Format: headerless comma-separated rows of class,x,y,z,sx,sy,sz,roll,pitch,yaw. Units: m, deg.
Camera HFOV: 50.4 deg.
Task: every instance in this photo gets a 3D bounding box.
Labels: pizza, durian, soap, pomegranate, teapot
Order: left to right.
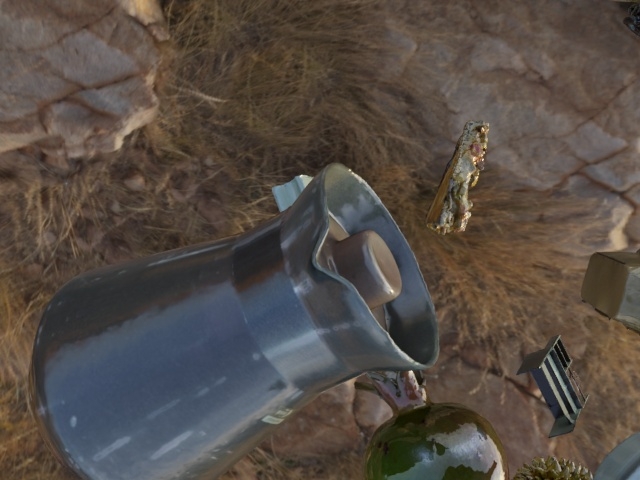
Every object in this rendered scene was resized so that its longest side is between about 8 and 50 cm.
teapot,-0.071,0.097,0.674,0.344,0.300,0.253,-27,71,21
soap,0.000,0.000,1.083,0.063,0.114,0.198,-24,80,20
pomegranate,0.126,0.248,0.833,0.181,0.181,0.224,-18,80,-18
pizza,0.286,-0.126,1.375,0.074,0.288,0.251,18,96,1
durian,0.405,0.420,1.053,0.183,0.249,0.138,23,95,-42

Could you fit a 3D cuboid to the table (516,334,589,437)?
table,0.486,0.299,1.418,0.175,0.062,0.146,-26,90,-57

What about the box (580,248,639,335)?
box,0.392,0.064,0.832,0.111,0.177,0.111,1,97,4

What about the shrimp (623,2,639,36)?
shrimp,0.328,-0.149,0.568,0.174,0.082,0.076,13,54,-22

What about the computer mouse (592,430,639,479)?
computer mouse,0.327,0.274,0.651,0.128,0.079,0.231,-28,122,-9
